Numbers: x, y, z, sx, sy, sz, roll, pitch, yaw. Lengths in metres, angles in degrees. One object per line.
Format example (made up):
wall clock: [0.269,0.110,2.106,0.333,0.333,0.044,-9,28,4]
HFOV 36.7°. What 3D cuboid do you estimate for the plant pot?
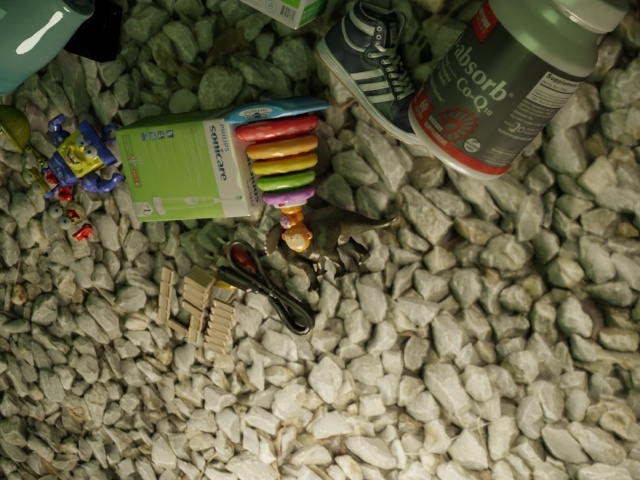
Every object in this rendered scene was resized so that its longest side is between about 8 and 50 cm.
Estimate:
plant pot: [-0.604,-0.468,1.932,0.255,0.271,0.271,-25,99,18]

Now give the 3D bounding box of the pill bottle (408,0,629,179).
pill bottle: [0.325,-0.293,1.607,0.210,0.210,0.363,40,123,6]

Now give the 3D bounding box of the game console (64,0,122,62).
game console: [-0.499,-0.560,2.003,0.213,0.044,0.361,24,122,15]

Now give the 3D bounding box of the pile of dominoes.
pile of dominoes: [-0.273,0.153,2.181,0.196,0.040,0.251,32,145,10]

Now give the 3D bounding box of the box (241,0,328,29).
box: [-0.096,-0.550,1.744,0.262,0.127,0.231,29,126,13]

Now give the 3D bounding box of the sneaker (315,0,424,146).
sneaker: [0.130,-0.311,1.764,0.282,0.099,0.153,46,125,5]

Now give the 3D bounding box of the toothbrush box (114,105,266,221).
toothbrush box: [-0.262,-0.158,2.012,0.283,0.122,0.206,-2,110,28]

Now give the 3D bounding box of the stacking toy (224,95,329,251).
stacking toy: [-0.067,-0.124,1.879,0.175,0.166,0.301,-4,100,28]

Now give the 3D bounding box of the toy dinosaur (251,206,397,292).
toy dinosaur: [0.000,0.000,1.953,0.314,0.121,0.160,-21,108,35]

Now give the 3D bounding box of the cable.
cable: [-0.123,0.091,2.108,0.287,0.072,0.139,29,110,-1]

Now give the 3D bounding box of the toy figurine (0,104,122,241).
toy figurine: [-0.548,-0.203,2.159,0.217,0.191,0.362,-36,85,3]
